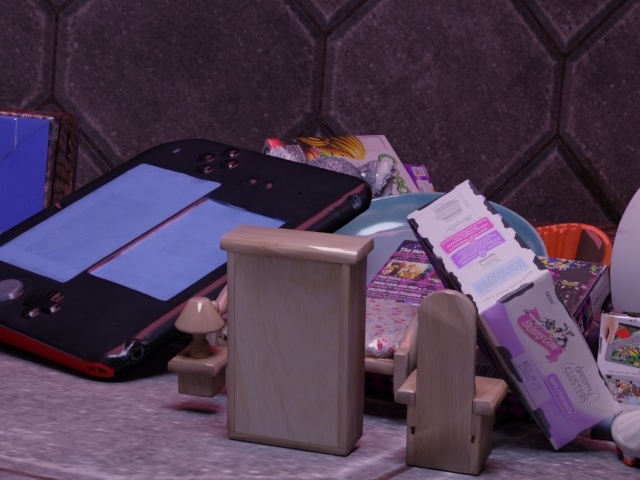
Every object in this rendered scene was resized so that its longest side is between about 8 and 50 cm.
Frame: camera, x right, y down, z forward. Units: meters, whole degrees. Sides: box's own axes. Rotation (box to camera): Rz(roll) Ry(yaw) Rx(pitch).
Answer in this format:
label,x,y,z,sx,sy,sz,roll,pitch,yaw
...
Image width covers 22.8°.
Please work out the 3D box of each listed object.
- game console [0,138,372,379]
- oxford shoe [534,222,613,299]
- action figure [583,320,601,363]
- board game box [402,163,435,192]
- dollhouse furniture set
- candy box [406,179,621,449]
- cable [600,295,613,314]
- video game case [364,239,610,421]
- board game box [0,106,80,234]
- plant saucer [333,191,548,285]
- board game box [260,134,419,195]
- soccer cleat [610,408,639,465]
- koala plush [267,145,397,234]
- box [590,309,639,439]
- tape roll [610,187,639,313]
label,x,y,z,sx,sy,sz,roll,pitch,yaw
game console,-0.185,0.004,1.702,0.387,0.060,0.342,-35,30,-33
oxford shoe,0.232,0.062,2.215,0.364,0.130,0.132,-1,-30,19
action figure,0.316,0.112,1.668,0.285,0.099,0.185,-11,0,44
board game box,0.028,-0.027,2.331,0.275,0.142,0.144,4,-39,-32
dollhouse furniture set,0.048,0.040,1.408,0.303,0.173,0.355,7,18,19
candy box,0.165,0.061,1.384,0.070,0.164,0.196,-31,29,-1
cable,0.451,0.111,2.117,0.151,0.047,0.184,10,3,4
video game case,0.142,0.083,1.577,0.232,0.041,0.210,7,38,30
board game box,-0.446,-0.075,2.319,0.141,0.232,0.291,5,6,-2
plant saucer,0.089,0.052,1.721,0.318,0.043,0.317,-9,33,6
board game box,0.059,-0.024,2.158,0.193,0.053,0.305,-4,47,-29
soccer cleat,0.289,0.153,1.273,0.068,0.076,0.196,3,5,-11
koala plush,0.000,0.000,1.916,0.196,0.221,0.203,3,5,-11
box,0.346,0.128,1.398,0.207,0.114,0.036,6,5,13
tape roll,0.476,0.035,1.819,0.246,0.246,0.169,1,7,-34
